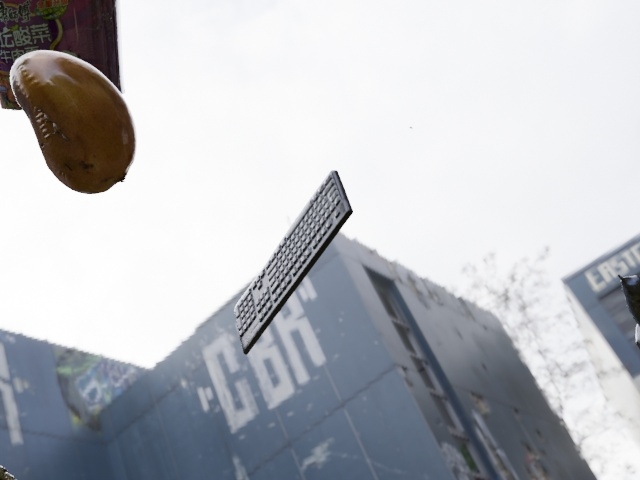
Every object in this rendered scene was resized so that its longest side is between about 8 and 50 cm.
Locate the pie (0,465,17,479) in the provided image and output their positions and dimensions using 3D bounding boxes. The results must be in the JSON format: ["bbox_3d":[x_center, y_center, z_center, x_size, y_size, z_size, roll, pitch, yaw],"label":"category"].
[{"bbox_3d":[-0.558,0.409,1.397,0.194,0.079,0.163,-4,-41,-6],"label":"pie"}]

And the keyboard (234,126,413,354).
[{"bbox_3d":[-0.010,-0.005,1.165,0.041,0.103,0.381,24,-60,-33],"label":"keyboard"}]

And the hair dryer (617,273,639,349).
[{"bbox_3d":[0.247,0.122,0.559,0.272,0.235,0.091,42,-44,-18],"label":"hair dryer"}]

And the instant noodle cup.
[{"bbox_3d":[-0.416,-0.310,1.399,0.251,0.251,0.190,-12,-74,-20],"label":"instant noodle cup"}]

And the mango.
[{"bbox_3d":[-0.249,-0.127,0.924,0.105,0.084,0.159,-31,-72,-16],"label":"mango"}]
